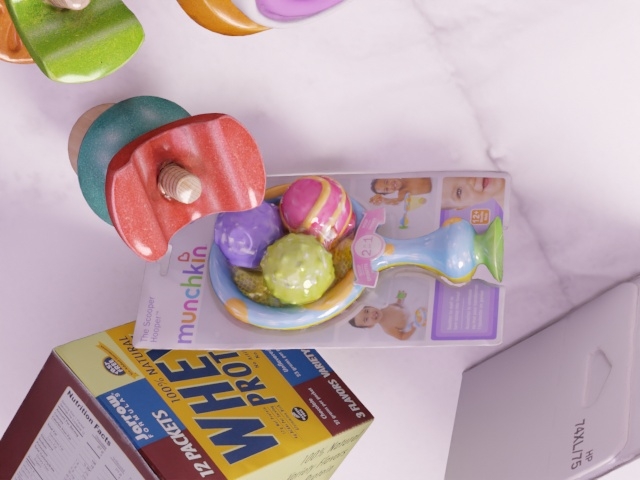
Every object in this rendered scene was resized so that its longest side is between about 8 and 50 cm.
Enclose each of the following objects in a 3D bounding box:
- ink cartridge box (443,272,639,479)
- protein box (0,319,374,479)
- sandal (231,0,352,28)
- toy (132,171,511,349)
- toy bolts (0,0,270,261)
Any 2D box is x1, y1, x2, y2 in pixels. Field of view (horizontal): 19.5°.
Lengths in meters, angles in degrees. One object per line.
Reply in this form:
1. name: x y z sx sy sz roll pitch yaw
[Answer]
1. ink cartridge box: 0.240 0.190 1.242 0.197 0.198 0.270 -32 112 28
2. protein box: -0.111 0.161 1.265 0.136 0.200 0.201 48 126 20
3. sandal: 0.056 -0.247 0.945 0.102 0.169 0.416 51 149 21
4. toy: 0.000 0.000 1.190 0.237 0.137 0.056 1 144 9
5. toy bolts: -0.112 -0.121 1.166 0.218 0.158 0.228 -23 113 -22
